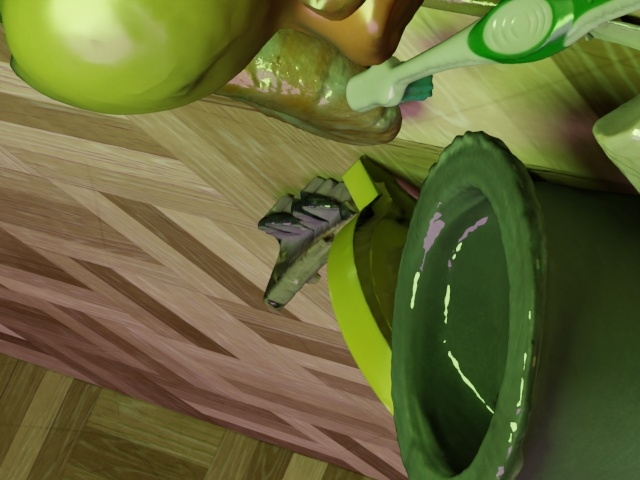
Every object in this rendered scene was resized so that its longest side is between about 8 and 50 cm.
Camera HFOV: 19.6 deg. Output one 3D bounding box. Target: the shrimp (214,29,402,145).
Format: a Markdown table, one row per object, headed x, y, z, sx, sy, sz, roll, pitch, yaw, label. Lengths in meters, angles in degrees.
| x | y | z | sx | sy | sz | roll | pitch | yaw | label |
| --- | --- | --- | --- | --- | --- | --- | --- | --- | --- |
| -0.089 | -0.137 | 1.319 | 0.317 | 0.077 | 0.168 | 22 | 169 | -5 | shrimp |

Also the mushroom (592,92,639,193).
| x | y | z | sx | sy | sz | roll | pitch | yaw | label |
| --- | --- | --- | --- | --- | --- | --- | --- | --- | --- |
| 0.259 | -0.045 | 1.047 | 0.212 | 0.088 | 0.097 | 14 | 142 | 22 | mushroom |

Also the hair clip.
| x | y | z | sx | sy | sz | roll | pitch | yaw | label |
| --- | --- | --- | --- | --- | --- | --- | --- | --- | --- |
| 0.000 | 0.000 | 1.693 | 0.106 | 0.084 | 0.292 | 31 | 161 | -8 | hair clip |

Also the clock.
| x | y | z | sx | sy | sz | roll | pitch | yaw | label |
| --- | --- | --- | --- | --- | --- | --- | --- | --- | --- |
| 0.110 | 0.089 | 1.476 | 0.277 | 0.293 | 0.071 | 34 | 119 | -24 | clock |

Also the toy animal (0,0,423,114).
| x | y | z | sx | sy | sz | roll | pitch | yaw | label |
| --- | --- | --- | --- | --- | --- | --- | --- | --- | --- |
| -0.116 | -0.168 | 0.975 | 0.338 | 0.191 | 0.216 | 19 | 172 | 12 | toy animal |

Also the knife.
| x | y | z | sx | sy | sz | roll | pitch | yaw | label |
| --- | --- | --- | --- | --- | --- | --- | --- | --- | --- |
| 0.158 | -0.122 | 1.070 | 0.298 | 0.017 | 0.047 | 14 | 166 | 24 | knife |

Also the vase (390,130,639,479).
| x | y | z | sx | sy | sz | roll | pitch | yaw | label |
| --- | --- | --- | --- | --- | --- | --- | --- | --- | --- |
| 0.214 | 0.059 | 1.167 | 0.291 | 0.245 | 0.245 | 3 | 172 | -16 | vase |

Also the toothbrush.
| x | y | z | sx | sy | sz | roll | pitch | yaw | label |
| --- | --- | --- | --- | --- | --- | --- | --- | --- | --- |
| 0.121 | -0.121 | 1.015 | 0.040 | 0.042 | 0.418 | -5 | 174 | -26 | toothbrush |
